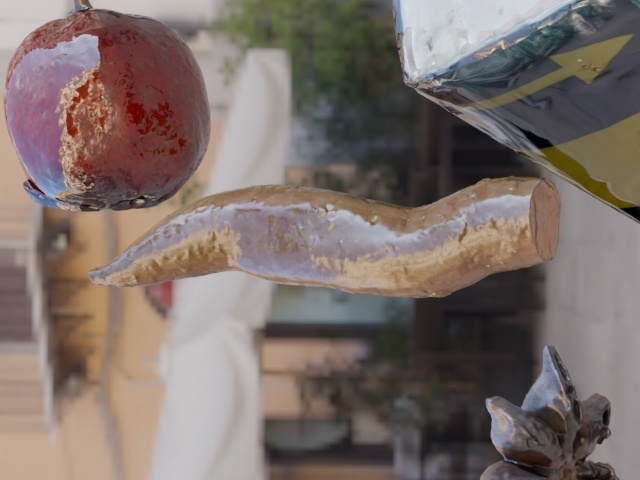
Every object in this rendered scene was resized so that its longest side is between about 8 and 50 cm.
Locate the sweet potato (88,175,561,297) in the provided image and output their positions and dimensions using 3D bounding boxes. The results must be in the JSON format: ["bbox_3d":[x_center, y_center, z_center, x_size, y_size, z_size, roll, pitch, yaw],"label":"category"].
[{"bbox_3d":[0.000,0.000,1.117,0.059,0.281,0.067,37,-123,-54],"label":"sweet potato"}]

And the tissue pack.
[{"bbox_3d":[0.256,-0.179,1.443,0.416,0.253,0.264,26,-130,-40],"label":"tissue pack"}]

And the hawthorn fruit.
[{"bbox_3d":[-0.225,-0.152,2.061,0.215,0.215,0.250,123,132,-89],"label":"hawthorn fruit"}]

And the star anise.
[{"bbox_3d":[0.198,0.192,1.735,0.208,0.063,0.172,-32,-60,-37],"label":"star anise"}]
